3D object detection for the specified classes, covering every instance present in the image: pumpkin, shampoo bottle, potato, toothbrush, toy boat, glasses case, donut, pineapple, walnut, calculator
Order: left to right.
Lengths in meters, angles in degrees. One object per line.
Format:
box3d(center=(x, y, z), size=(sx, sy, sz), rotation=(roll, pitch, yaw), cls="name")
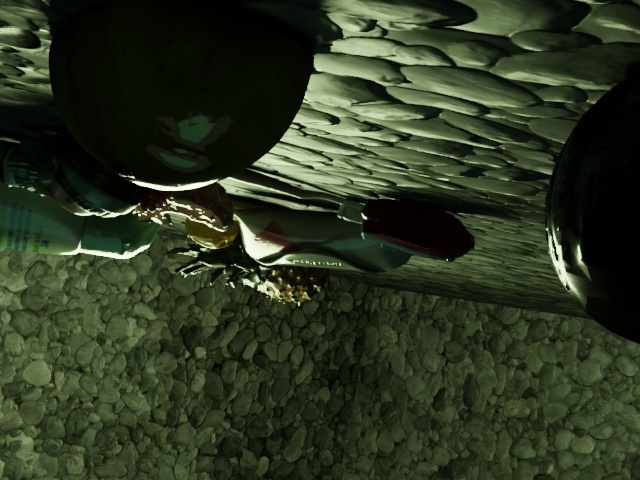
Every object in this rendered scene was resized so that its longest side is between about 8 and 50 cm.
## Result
box3d(center=(-0.422, -0.059, 1.524), size=(0.349, 0.151, 0.222), rotation=(9, 149, -16), cls="shampoo bottle")
box3d(center=(-0.110, -0.091, 0.711), size=(0.160, 0.111, 0.271), rotation=(16, 173, -31), cls="potato")
box3d(center=(-0.211, -0.068, 1.434), size=(0.166, 0.065, 0.117), rotation=(6, 154, 12), cls="donut")
box3d(center=(-0.196, -0.036, 1.835), size=(0.121, 0.091, 0.052), rotation=(-19, 160, -49), cls="walnut")
box3d(center=(-0.166, -0.058, 1.738), size=(0.235, 0.032, 0.146), rotation=(10, 175, 5), cls="calculator")
box3d(center=(-0.142, 0.030, 1.999), size=(0.364, 0.166, 0.165), rotation=(18, 172, -41), cls="pineapple")
box3d(center=(-0.047, -0.067, 1.340), size=(0.307, 0.030, 0.025), rotation=(15, -178, -38), cls="toothbrush")
box3d(center=(0.000, -0.001, 1.596), size=(0.308, 0.083, 0.128), rotation=(4, 166, 14), cls="glasses case")
box3d(center=(0.132, -0.012, 1.325), size=(0.173, 0.069, 0.059), rotation=(12, 161, -9), cls="toy boat")
box3d(center=(0.242, -0.008, 0.531), size=(0.233, 0.163, 0.233), rotation=(11, 178, 0), cls="pumpkin")

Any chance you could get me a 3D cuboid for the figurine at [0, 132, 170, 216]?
box3d(center=(-0.317, -0.091, 1.281), size=(0.245, 0.110, 0.138), rotation=(11, -174, 42), cls="figurine")
